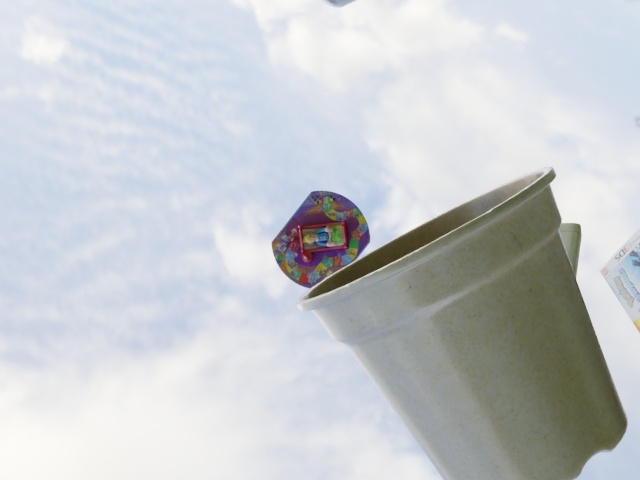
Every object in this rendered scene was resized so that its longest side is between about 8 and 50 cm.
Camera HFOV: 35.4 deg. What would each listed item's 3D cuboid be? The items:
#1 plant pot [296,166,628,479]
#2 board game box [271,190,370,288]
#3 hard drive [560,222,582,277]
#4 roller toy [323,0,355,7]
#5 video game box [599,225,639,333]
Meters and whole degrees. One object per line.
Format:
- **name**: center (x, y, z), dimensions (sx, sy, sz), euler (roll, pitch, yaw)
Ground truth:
- **plant pot**: center (0.188, 0.125, 1.169), dimensions (0.334, 0.334, 0.305), euler (-31, -86, -49)
- **board game box**: center (0.000, 0.000, 1.682), dimensions (0.133, 0.168, 0.033), euler (39, -178, 7)
- **hard drive**: center (0.396, 0.083, 2.031), dimensions (0.233, 0.047, 0.353), euler (-2, -145, 21)
- **roller toy**: center (0.039, -0.412, 1.291), dimensions (0.191, 0.146, 0.209), euler (63, -165, -17)
- **video game box**: center (0.594, 0.073, 1.729), dimensions (0.048, 0.187, 0.205), euler (-6, -126, -29)
